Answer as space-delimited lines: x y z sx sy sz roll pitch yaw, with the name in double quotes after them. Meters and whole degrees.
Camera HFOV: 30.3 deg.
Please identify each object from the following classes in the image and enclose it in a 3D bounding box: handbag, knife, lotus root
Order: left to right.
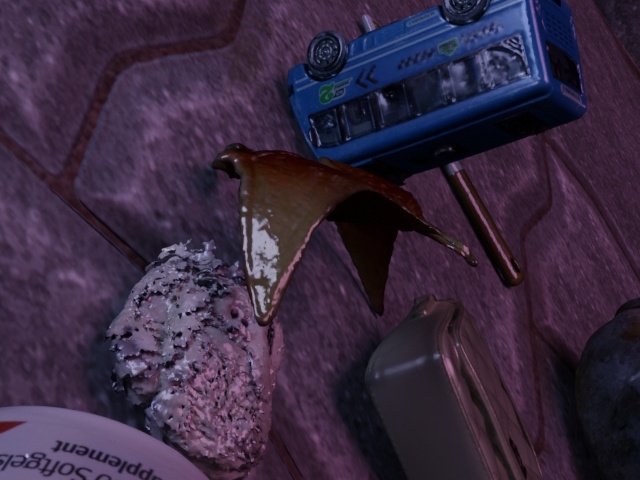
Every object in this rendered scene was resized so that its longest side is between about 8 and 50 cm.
0.134 -0.101 1.302 0.061 0.027 0.343 -19 79 -60 "knife"
0.133 0.163 0.946 0.256 0.079 0.219 66 22 -6 "handbag"
0.363 0.213 1.218 0.175 0.175 0.349 32 37 -44 "lotus root"

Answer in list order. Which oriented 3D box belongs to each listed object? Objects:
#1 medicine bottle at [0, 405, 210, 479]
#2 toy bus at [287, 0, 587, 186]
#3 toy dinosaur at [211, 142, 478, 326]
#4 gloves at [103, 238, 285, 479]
-0.119 0.201 0.378 0.157 0.157 0.289 48 28 -23 "medicine bottle"
0.099 -0.132 1.028 0.113 0.246 0.134 14 62 -57 "toy bus"
0.007 0.003 0.824 0.206 0.113 0.327 19 5 -13 "toy dinosaur"
-0.071 0.069 0.702 0.114 0.070 0.153 45 29 -27 "gloves"
